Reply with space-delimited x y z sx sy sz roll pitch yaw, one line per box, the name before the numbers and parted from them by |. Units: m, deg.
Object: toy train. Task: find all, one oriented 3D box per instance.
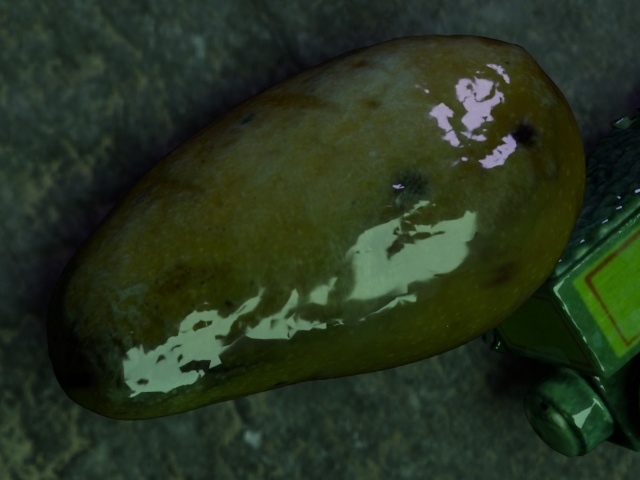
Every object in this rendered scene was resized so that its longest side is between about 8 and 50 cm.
toy train | 0.230 0.020 1.077 0.271 0.159 0.188 -37 107 -15

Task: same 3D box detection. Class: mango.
mango | 0.000 -0.002 0.946 0.329 0.176 0.176 -25 103 -6
